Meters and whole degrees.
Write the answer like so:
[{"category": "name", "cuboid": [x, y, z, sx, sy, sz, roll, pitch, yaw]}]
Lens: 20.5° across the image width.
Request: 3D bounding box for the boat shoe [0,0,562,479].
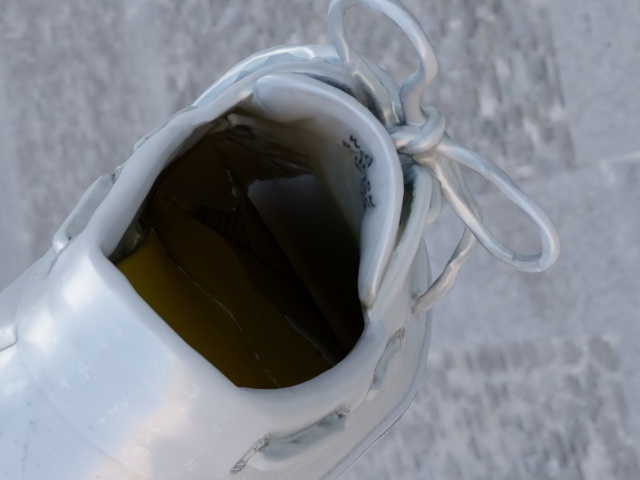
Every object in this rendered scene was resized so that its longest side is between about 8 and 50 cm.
[{"category": "boat shoe", "cuboid": [-0.007, -0.006, 0.563, 0.136, 0.367, 0.156, 44, 111, 5]}]
